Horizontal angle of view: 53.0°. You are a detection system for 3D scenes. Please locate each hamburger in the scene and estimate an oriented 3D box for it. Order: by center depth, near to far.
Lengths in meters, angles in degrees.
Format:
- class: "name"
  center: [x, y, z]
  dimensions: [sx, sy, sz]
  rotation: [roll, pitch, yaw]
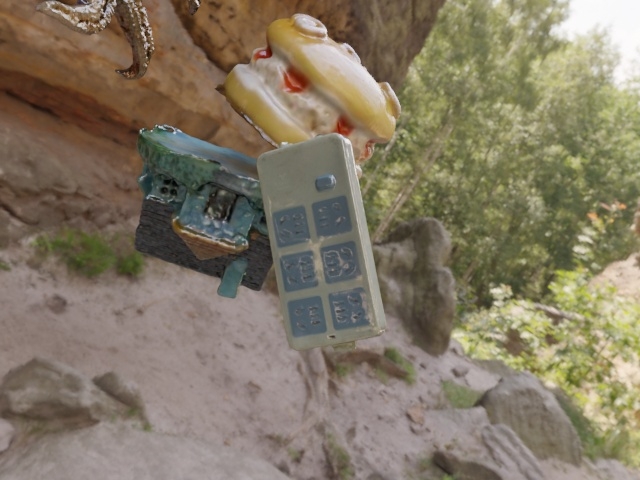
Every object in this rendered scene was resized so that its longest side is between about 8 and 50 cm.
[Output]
- class: "hamburger"
  center: [-0.006, -0.226, 1.013]
  dimensions: [0.261, 0.186, 0.303]
  rotation: [38, 8, -11]

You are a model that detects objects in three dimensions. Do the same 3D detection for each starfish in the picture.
- class: "starfish"
  center: [-0.155, -0.231, 0.469]
  dimensions: [0.056, 0.213, 0.238]
  rotation: [-1, -23, 15]

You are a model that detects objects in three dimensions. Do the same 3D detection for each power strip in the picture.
- class: "power strip"
  center: [0.000, 0.000, 0.768]
  dimensions: [0.046, 0.117, 0.271]
  rotation: [8, 70, -67]

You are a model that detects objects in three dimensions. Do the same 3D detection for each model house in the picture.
- class: "model house"
  center: [-0.187, -0.032, 1.033]
  dimensions: [0.261, 0.241, 0.226]
  rotation: [19, 15, -10]
